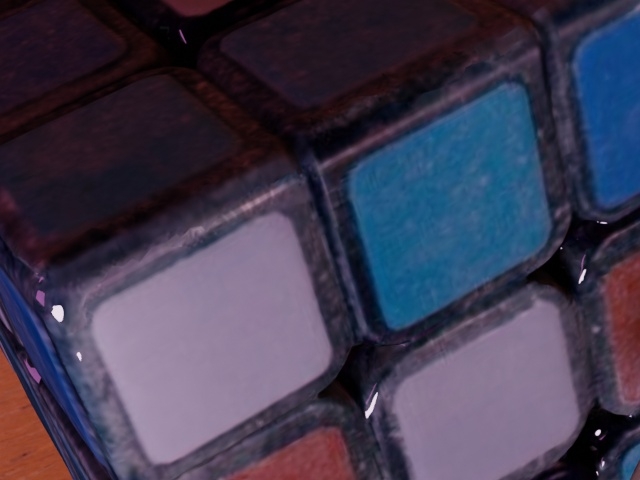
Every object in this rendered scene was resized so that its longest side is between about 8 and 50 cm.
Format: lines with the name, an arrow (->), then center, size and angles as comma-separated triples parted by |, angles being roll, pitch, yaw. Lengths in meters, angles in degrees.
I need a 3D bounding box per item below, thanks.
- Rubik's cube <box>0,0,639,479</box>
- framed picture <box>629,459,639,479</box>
Rubik's cube -> 0.000, 0.000, 0.779 | 0.362, 0.363, 0.359 | 46, 160, 54
framed picture -> 0.231, 0.044, 0.387 | 0.326, 0.028, 0.446 | -119, 38, -47
